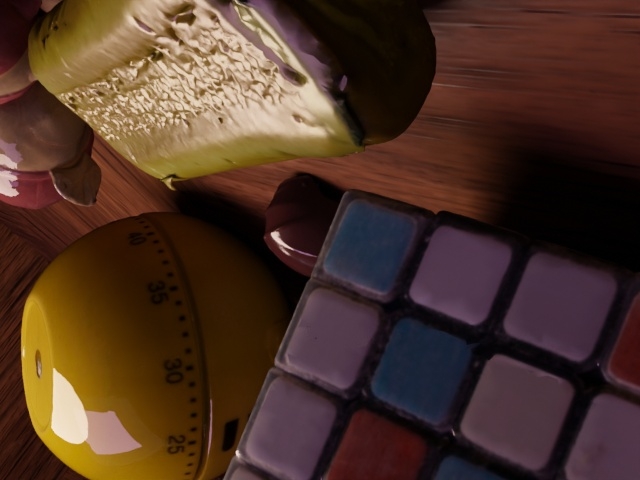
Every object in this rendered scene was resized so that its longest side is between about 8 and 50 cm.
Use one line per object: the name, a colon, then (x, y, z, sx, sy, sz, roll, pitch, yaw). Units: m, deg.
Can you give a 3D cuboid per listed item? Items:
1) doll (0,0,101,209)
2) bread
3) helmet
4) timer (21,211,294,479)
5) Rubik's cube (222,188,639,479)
doll: (-0.282, -0.150, 0.765, 0.255, 0.152, 0.196, 86, 160, -50)
bread: (-0.070, -0.122, 0.522, 0.166, 0.112, 0.383, 43, 161, -21)
helmet: (0.000, 0.000, 0.784, 0.123, 0.070, 0.098, 34, 162, 3)
timer: (-0.158, 0.134, 1.053, 0.387, 0.376, 0.376, -6, -178, -29)
Rubik's cube: (0.121, 0.145, 0.566, 0.253, 0.259, 0.256, 22, 174, 32)
